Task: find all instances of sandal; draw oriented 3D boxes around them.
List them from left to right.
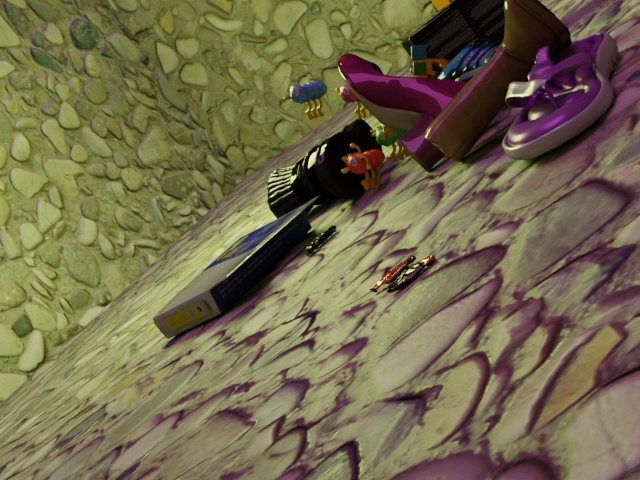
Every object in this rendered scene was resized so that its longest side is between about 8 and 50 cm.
[{"bbox_3d":[0.331,-0.227,1.478,0.169,0.102,0.416,-32,11,29],"label":"sandal"}]

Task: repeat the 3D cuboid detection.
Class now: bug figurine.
[{"bbox_3d":[0.066,-0.238,2.034,0.216,0.279,0.072,-25,-22,-39],"label":"bug figurine"}]

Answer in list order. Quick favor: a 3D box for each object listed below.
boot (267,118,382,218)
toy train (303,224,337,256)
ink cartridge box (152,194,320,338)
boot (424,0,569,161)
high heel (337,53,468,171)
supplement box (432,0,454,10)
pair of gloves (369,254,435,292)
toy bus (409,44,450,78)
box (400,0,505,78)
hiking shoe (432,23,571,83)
[{"bbox_3d":[-0.016,-0.122,2.184,0.260,0.131,0.348,-30,6,23],"label":"boot"},{"bbox_3d":[0.000,0.000,1.877,0.083,0.017,0.024,-43,0,-31],"label":"toy train"},{"bbox_3d":[-0.155,0.055,2.049,0.307,0.072,0.303,-23,16,50],"label":"ink cartridge box"},{"bbox_3d":[0.263,-0.248,1.592,0.269,0.089,0.236,-48,-24,13],"label":"boot"},{"bbox_3d":[0.173,-0.285,1.904,0.181,0.127,0.377,-43,50,7],"label":"high heel"},{"bbox_3d":[0.299,-0.554,2.263,0.098,0.036,0.062,-40,9,-17],"label":"supplement box"},{"bbox_3d":[0.104,0.043,1.293,0.074,0.010,0.083,-39,12,-16],"label":"pair of gloves"},{"bbox_3d":[0.239,-0.293,2.124,0.104,0.202,0.191,-2,-3,2],"label":"toy bus"},{"bbox_3d":[0.342,-0.454,2.304,0.261,0.184,0.103,-37,7,-2],"label":"box"},{"bbox_3d":[0.315,-0.331,1.876,0.304,0.113,0.132,-29,53,36],"label":"hiking shoe"}]
